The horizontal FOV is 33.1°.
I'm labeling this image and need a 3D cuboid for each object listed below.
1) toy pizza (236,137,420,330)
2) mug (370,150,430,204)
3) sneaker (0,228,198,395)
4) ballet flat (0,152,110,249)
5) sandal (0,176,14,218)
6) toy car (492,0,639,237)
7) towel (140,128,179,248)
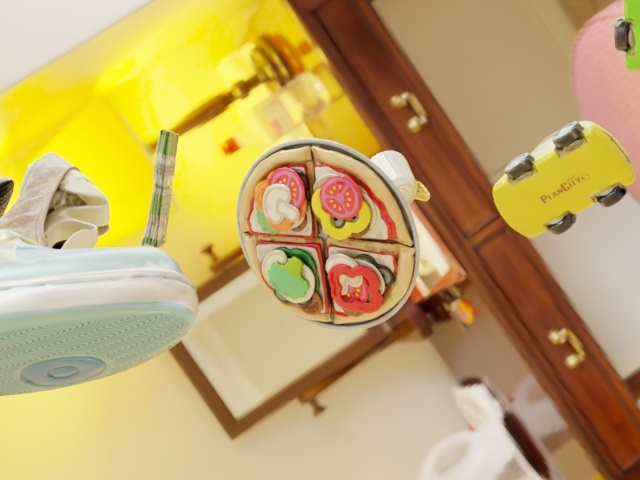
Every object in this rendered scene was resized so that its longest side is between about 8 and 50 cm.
[{"bbox_3d":[0.000,0.000,1.041,0.201,0.032,0.201,13,118,25],"label":"toy pizza"},{"bbox_3d":[0.101,-0.075,1.379,0.064,0.078,0.062,-121,21,-53],"label":"mug"},{"bbox_3d":[-0.237,-0.010,0.670,0.127,0.319,0.208,76,-173,-65],"label":"sneaker"},{"bbox_3d":[-0.297,-0.015,1.219,0.316,0.106,0.108,-85,-7,-63],"label":"ballet flat"},{"bbox_3d":[-0.392,-0.040,1.207,0.040,0.067,0.179,24,-168,3],"label":"sandal"},{"bbox_3d":[0.227,-0.102,0.698,0.239,0.053,0.225,3,121,22],"label":"toy car"},{"bbox_3d":[-0.206,-0.066,1.388,0.113,0.023,0.152,-138,55,-86],"label":"towel"}]
